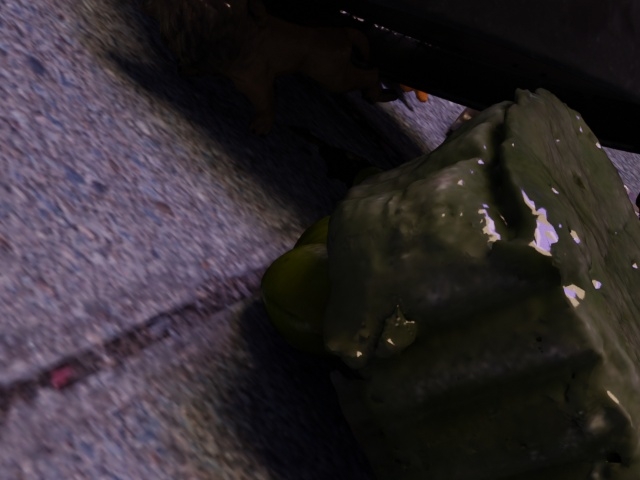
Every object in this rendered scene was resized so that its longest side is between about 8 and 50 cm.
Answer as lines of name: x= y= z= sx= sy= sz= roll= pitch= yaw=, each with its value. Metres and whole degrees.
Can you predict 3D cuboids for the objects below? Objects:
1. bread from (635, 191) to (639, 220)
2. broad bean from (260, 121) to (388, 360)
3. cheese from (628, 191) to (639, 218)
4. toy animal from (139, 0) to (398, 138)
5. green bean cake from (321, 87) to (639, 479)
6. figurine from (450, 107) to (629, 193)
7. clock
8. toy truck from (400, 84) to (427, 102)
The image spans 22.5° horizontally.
bread: x=0.300 y=0.054 z=1.047 sx=0.179 sy=0.194 sz=0.340 roll=9 pitch=13 yaw=-37
broad bean: x=0.011 y=0.003 z=0.868 sx=0.098 sy=0.056 sz=0.318 roll=17 pitch=17 yaw=-8
cheese: x=0.253 y=-0.028 z=1.411 sx=0.191 sy=0.042 sz=0.105 roll=48 pitch=18 yaw=20
toy animal: x=-0.025 y=-0.104 z=0.958 sx=0.220 sy=0.086 sz=0.069 roll=12 pitch=41 yaw=-49
green bean cake: x=0.098 y=0.053 z=0.731 sx=0.227 sy=0.125 sz=0.222 roll=63 pitch=23 yaw=-5
figurine: x=0.173 y=-0.060 z=1.306 sx=0.146 sy=0.081 sz=0.098 roll=47 pitch=63 yaw=-3
clock: x=0.087 y=-0.145 z=1.025 sx=0.386 sy=0.076 sz=0.386 roll=20 pitch=0 yaw=0
toy truck: x=0.095 y=-0.213 z=1.378 sx=0.135 sy=0.114 sz=0.270 roll=39 pitch=20 yaw=-3
